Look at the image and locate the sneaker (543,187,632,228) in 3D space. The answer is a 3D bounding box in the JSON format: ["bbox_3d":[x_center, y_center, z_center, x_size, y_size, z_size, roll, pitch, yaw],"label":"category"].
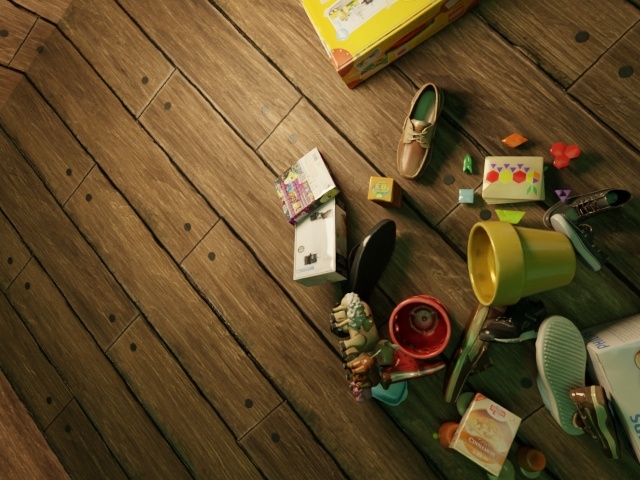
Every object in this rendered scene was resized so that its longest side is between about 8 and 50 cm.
[{"bbox_3d":[0.782,-0.101,1.215,0.222,0.118,0.083,-26,83,17],"label":"sneaker"}]

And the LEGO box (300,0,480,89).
[{"bbox_3d":[0.206,-0.816,1.346,0.500,0.193,0.373,-28,83,16],"label":"LEGO box"}]

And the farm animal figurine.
[{"bbox_3d":[0.148,0.333,1.295,0.172,0.330,0.327,-17,76,-7],"label":"farm animal figurine"}]

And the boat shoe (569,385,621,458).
[{"bbox_3d":[0.755,0.499,1.137,0.095,0.095,0.257,-14,112,34],"label":"boat shoe"}]

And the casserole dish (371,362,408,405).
[{"bbox_3d":[0.219,0.501,1.454,0.188,0.037,0.114,23,98,15],"label":"casserole dish"}]

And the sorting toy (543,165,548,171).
[{"bbox_3d":[0.676,-0.212,1.302,0.062,0.012,0.083,43,103,13],"label":"sorting toy"}]

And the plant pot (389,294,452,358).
[{"bbox_3d":[0.330,0.270,1.340,0.191,0.174,0.191,1,92,17],"label":"plant pot"}]

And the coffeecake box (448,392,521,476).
[{"bbox_3d":[0.504,0.592,1.260,0.142,0.068,0.185,29,70,16],"label":"coffeecake box"}]

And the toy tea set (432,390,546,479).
[{"bbox_3d":[0.542,0.661,1.334,0.336,0.124,0.200,37,72,17],"label":"toy tea set"}]

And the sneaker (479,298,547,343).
[{"bbox_3d":[0.577,0.238,1.240,0.107,0.283,0.124,-11,81,58],"label":"sneaker"}]

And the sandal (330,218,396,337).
[{"bbox_3d":[0.125,0.120,1.420,0.107,0.167,0.446,31,102,39],"label":"sandal"}]

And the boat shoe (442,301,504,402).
[{"bbox_3d":[0.499,0.375,1.319,0.123,0.123,0.342,23,89,12],"label":"boat shoe"}]

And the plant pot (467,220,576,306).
[{"bbox_3d":[0.597,0.062,1.225,0.239,0.254,0.254,-4,90,3],"label":"plant pot"}]

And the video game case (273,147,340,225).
[{"bbox_3d":[-0.056,-0.195,1.466,0.210,0.042,0.232,-36,48,15],"label":"video game case"}]

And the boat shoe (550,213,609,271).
[{"bbox_3d":[0.776,-0.007,1.215,0.076,0.080,0.228,-42,99,10],"label":"boat shoe"}]

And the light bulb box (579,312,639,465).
[{"bbox_3d":[0.965,0.384,1.112,0.361,0.225,0.358,-23,84,16],"label":"light bulb box"}]

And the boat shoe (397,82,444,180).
[{"bbox_3d":[0.323,-0.363,1.358,0.123,0.116,0.325,12,95,17],"label":"boat shoe"}]

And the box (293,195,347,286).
[{"bbox_3d":[0.000,0.000,1.413,0.169,0.087,0.290,-14,61,29],"label":"box"}]

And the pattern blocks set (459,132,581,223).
[{"bbox_3d":[0.615,-0.195,1.303,0.324,0.026,0.286,14,91,23],"label":"pattern blocks set"}]

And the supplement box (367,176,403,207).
[{"bbox_3d":[0.216,-0.153,1.336,0.078,0.233,0.080,8,94,17],"label":"supplement box"}]

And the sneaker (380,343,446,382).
[{"bbox_3d":[0.308,0.404,1.399,0.221,0.087,0.128,-12,66,-3],"label":"sneaker"}]

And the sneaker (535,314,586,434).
[{"bbox_3d":[0.691,0.381,1.223,0.135,0.150,0.366,-12,100,-1],"label":"sneaker"}]
